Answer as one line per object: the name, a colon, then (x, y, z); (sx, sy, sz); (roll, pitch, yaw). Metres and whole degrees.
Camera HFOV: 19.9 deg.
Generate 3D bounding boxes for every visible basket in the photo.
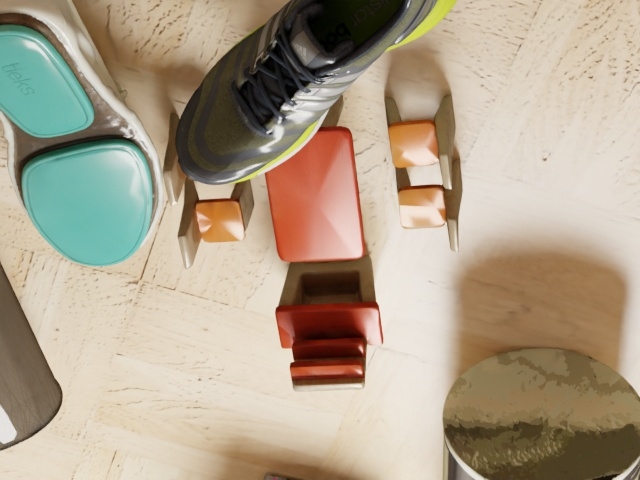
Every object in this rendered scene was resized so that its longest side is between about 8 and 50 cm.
basket: (-0.374, 0.080, 1.775); (0.204, 0.154, 0.227); (-5, 126, 5)

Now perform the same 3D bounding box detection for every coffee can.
coffee can: (0.220, 0.276, 1.851); (0.201, 0.201, 0.275); (1, 130, 4)

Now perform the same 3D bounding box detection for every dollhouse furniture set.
dollhouse furniture set: (0.000, 0.000, 1.678); (0.262, 0.135, 0.259); (-3, 130, 7)

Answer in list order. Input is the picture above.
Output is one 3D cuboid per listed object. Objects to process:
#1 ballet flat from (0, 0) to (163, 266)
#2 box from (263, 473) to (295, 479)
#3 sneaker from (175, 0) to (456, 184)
ballet flat: (-0.222, -0.123, 1.586); (0.139, 0.139, 0.400); (-4, 150, 8)
box: (-0.022, 0.399, 2.015); (0.163, 0.142, 0.247); (14, 129, -5)
sneaker: (-0.016, -0.156, 1.520); (0.300, 0.121, 0.111); (-43, 85, 17)
